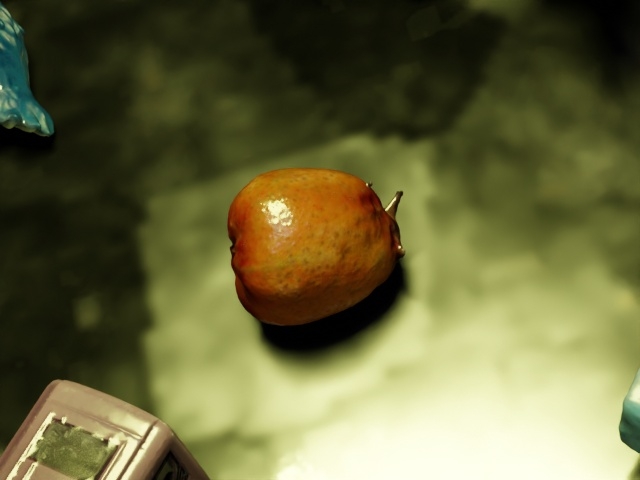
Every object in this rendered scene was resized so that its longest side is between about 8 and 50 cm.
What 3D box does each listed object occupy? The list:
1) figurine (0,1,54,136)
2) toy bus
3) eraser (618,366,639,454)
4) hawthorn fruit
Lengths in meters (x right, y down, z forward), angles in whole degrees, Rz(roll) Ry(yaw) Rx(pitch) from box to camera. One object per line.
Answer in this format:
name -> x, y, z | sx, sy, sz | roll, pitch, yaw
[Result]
figurine -> -0.268, -0.141, 0.979 | 0.164, 0.121, 0.262 | -19, 57, -5
toy bus -> -0.130, 0.159, 0.761 | 0.086, 0.098, 0.178 | 19, 64, 23
eraser -> 0.276, -0.004, 0.800 | 0.144, 0.043, 0.312 | 22, 61, 27
hawthorn fruit -> 0.000, 0.000, 0.851 | 0.093, 0.081, 0.081 | -7, 55, -5
